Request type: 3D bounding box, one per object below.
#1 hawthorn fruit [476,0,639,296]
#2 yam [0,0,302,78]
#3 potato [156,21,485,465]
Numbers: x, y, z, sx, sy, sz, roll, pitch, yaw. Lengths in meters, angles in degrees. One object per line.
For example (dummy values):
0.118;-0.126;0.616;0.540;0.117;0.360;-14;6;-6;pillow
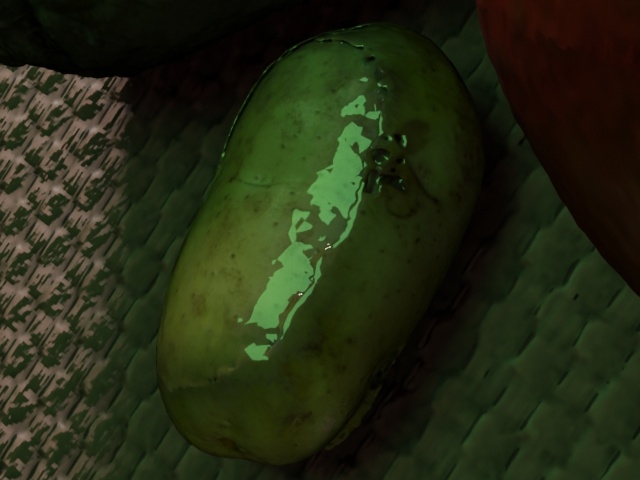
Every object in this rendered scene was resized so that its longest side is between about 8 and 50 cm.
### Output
0.176;-0.071;0.451;0.311;0.295;0.295;-17;56;39;hawthorn fruit
-0.047;-0.183;0.789;0.300;0.195;0.195;-21;53;34;yam
0.000;0.000;0.715;0.107;0.080;0.170;5;67;54;potato
